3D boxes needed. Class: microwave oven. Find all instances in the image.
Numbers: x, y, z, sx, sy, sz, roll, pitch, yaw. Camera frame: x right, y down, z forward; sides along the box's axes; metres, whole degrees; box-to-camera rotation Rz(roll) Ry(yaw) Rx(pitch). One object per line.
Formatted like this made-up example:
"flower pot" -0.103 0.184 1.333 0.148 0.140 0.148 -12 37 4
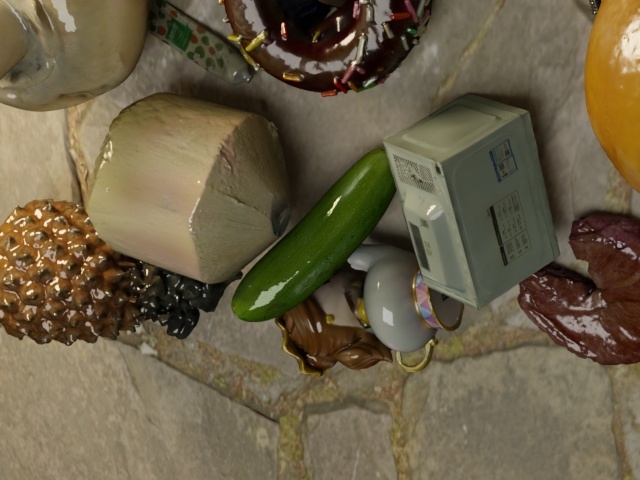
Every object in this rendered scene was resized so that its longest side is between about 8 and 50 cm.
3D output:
"microwave oven" 0.180 -0.049 1.791 0.122 0.162 0.208 26 140 52

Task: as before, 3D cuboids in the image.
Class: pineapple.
"pineapple" -0.273 0.055 2.096 0.357 0.223 0.223 6 126 8

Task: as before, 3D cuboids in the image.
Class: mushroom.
"mushroom" -0.380 -0.265 1.825 0.314 0.336 0.314 17 137 16

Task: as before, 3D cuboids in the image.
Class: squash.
"squash" 0.001 0.002 1.914 0.082 0.082 0.292 44 96 -7

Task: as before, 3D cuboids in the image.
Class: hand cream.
"hand cream" -0.156 -0.252 1.921 0.165 0.037 0.057 34 131 10

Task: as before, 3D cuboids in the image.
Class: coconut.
"coconut" -0.153 -0.064 1.918 0.244 0.239 0.239 18 129 15

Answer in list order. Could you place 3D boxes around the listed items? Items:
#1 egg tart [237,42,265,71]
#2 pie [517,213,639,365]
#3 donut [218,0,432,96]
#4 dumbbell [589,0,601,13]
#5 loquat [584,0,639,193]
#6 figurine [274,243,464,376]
"egg tart" -0.067 -0.248 1.868 0.105 0.039 0.105 15 130 19
"pie" 0.355 0.065 1.863 0.204 0.054 0.218 32 132 4
"donut" 0.001 -0.291 1.742 0.270 0.103 0.269 8 116 17
"dumbbell" 0.271 -0.339 1.588 0.099 0.099 0.208 -6 118 30
"loquat" 0.424 -0.171 1.484 0.328 0.328 0.328 14 128 18
"figurine" 0.053 0.094 1.979 0.263 0.142 0.189 -14 92 30
